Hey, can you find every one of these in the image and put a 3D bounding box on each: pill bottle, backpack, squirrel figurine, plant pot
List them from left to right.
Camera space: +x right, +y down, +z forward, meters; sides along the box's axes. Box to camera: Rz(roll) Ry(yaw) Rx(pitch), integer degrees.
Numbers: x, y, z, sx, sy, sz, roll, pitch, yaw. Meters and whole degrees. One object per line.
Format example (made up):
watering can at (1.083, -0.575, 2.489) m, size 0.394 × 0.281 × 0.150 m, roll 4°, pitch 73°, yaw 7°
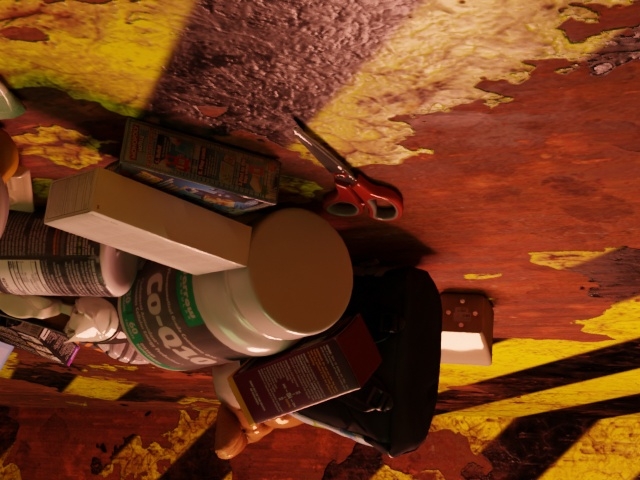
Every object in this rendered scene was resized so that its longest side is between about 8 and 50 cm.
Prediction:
pill bottle at (-0.400, 0.015, 1.534) m, size 0.246 × 0.130 × 0.130 m, roll 1°, pitch 162°, yaw 15°
pill bottle at (-0.127, 0.072, 1.513) m, size 0.204 × 0.204 × 0.361 m, roll 16°, pitch 159°, yaw -32°
squirrel figurine at (0.002, 0.245, 2.047) m, size 0.370 × 0.281 × 0.397 m, roll -13°, pitch 172°, yaw 20°
backpack at (0.024, 0.171, 1.692) m, size 0.355 × 0.290 × 0.273 m, roll 3°, pitch 178°, yaw 31°
plant pot at (0.246, 0.146, 1.826) m, size 0.109 × 0.109 × 0.096 m, roll 2°, pitch 149°, yaw 9°

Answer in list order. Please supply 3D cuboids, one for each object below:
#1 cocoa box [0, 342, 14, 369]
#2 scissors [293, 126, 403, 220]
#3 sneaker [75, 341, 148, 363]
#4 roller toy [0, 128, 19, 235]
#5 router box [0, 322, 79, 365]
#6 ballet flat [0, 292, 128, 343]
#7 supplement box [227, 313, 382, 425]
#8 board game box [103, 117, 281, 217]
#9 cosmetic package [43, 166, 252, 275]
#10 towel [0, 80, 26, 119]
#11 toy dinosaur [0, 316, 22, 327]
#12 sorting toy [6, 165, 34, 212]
cocoa box at (-0.776, 0.188, 1.927) m, size 0.228 × 0.231 × 0.347 m, roll 25°, pitch 173°, yaw 27°
scissors at (0.040, -0.080, 1.293) m, size 0.109 × 0.021 × 0.297 m, roll 5°, pitch 162°, yaw 10°
sneaker at (-0.468, 0.153, 2.054) m, size 0.321 × 0.124 × 0.180 m, roll 30°, pitch 156°, yaw -32°
roller toy at (-0.464, -0.045, 1.230) m, size 0.191 × 0.209 × 0.146 m, roll 12°, pitch -176°, yaw -14°
router box at (-0.539, 0.157, 1.888) m, size 0.179 × 0.046 × 0.133 m, roll 16°, pitch 156°, yaw 21°
ballet flat at (-0.399, 0.112, 1.622) m, size 0.280 × 0.095 × 0.096 m, roll 13°, pitch -167°, yaw -6°
supplement box at (-0.021, 0.183, 1.488) m, size 0.188 × 0.081 × 0.104 m, roll -23°, pitch -174°, yaw 26°
board game box at (-0.184, -0.080, 1.281) m, size 0.194 × 0.060 × 0.194 m, roll 21°, pitch 157°, yaw -39°
cosmetic package at (-0.203, -0.020, 1.275) m, size 0.099 × 0.060 × 0.239 m, roll -8°, pitch 159°, yaw 42°
towel at (-0.473, -0.193, 1.041) m, size 0.248 × 0.038 × 0.325 m, roll 2°, pitch 162°, yaw 9°
toy dinosaur at (-0.547, 0.057, 1.767) m, size 0.322 × 0.164 × 0.218 m, roll -6°, pitch -175°, yaw -29°
sorting toy at (-0.480, -0.086, 1.398) m, size 0.193 × 0.038 × 0.208 m, roll 9°, pitch 167°, yaw -11°
